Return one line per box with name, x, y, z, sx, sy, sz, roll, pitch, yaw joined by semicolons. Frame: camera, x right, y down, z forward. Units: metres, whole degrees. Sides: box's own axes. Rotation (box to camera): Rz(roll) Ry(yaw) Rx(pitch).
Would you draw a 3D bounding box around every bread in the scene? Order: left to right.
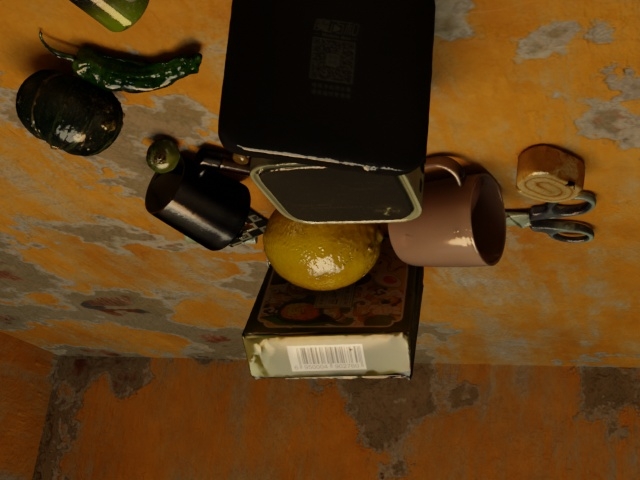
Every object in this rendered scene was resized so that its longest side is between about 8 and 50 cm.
bread;0.446;-0.123;1.660;0.149;0.073;0.122;18;158;-27

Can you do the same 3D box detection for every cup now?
cup;-0.250;-0.116;1.843;0.177;0.239;0.166;29;-168;-35
cup;0.250;-0.061;1.763;0.200;0.192;0.253;-4;128;33

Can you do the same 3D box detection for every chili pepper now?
chili pepper;-0.335;-0.295;1.453;0.278;0.065;0.122;4;150;2

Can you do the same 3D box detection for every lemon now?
lemon;0.004;0.000;1.897;0.263;0.236;0.236;-31;142;28

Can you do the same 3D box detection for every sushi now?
sushi;-0.223;-0.055;2.088;0.139;0.031;0.201;-22;148;22

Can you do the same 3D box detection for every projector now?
projector;0.039;-0.184;1.374;0.248;0.249;0.248;-1;159;18

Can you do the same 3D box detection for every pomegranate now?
pomegranate;-0.330;-0.170;1.744;0.073;0.084;0.073;12;124;19

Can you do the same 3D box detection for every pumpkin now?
pumpkin;-0.448;-0.230;1.519;0.190;0.146;0.190;38;-175;-4

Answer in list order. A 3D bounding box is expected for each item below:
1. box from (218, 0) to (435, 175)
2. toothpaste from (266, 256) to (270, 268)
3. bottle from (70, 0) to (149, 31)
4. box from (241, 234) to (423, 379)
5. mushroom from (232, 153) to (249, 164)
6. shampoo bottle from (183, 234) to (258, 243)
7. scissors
box;0.012;-0.240;1.183;0.289;0.289;0.073;6;168;-8
toothpaste;0.019;0.037;2.227;0.323;0.066;0.100;-5;156;14
bottle;-0.372;-0.404;1.130;0.093;0.093;0.330;-8;155;32
box;0.046;0.147;2.001;0.372;0.420;0.138;-2;123;13
mushroom;-0.054;-0.197;1.669;0.306;0.043;0.068;-13;171;38
shampoo bottle;-0.258;-0.012;2.201;0.190;0.041;0.069;3;152;9
scissors;0.427;-0.050;1.921;0.383;0.029;0.256;2;158;15
